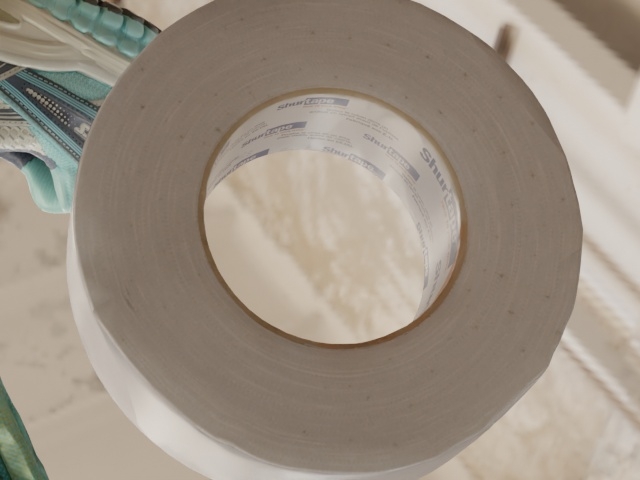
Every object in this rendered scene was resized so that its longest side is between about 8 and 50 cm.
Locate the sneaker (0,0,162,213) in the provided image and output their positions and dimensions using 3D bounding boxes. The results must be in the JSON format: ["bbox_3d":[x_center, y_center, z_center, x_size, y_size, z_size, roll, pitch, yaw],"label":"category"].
[{"bbox_3d":[-0.210,-0.077,0.807,0.283,0.122,0.110,11,-179,-28],"label":"sneaker"}]

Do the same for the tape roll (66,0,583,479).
[{"bbox_3d":[0.000,0.000,0.755,0.219,0.072,0.219,3,-109,-9],"label":"tape roll"}]

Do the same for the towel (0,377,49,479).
[{"bbox_3d":[-0.216,0.061,0.475,0.271,0.370,0.040,-19,-162,11],"label":"towel"}]
